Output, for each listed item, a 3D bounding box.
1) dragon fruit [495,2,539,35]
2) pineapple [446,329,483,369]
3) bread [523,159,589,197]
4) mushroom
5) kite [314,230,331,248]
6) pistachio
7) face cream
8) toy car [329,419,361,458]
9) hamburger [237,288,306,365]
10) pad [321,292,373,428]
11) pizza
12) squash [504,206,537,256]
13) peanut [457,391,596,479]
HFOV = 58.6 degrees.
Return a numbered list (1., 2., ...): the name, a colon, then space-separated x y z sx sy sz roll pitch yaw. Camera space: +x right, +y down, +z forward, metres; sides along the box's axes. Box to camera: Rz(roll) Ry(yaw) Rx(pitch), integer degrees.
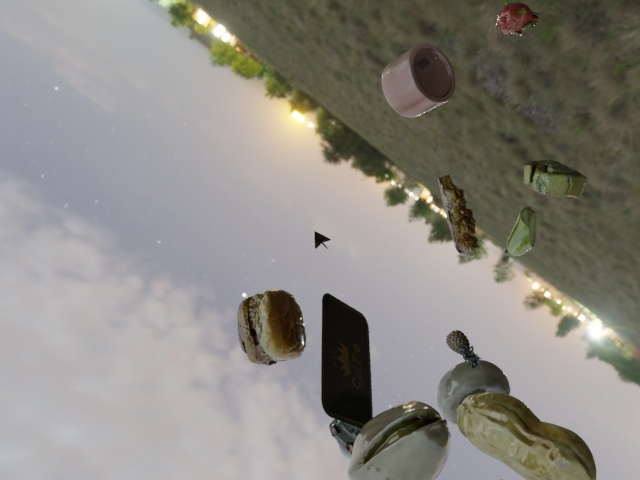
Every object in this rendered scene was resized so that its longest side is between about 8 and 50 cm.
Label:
1. dragon fruit: 0.517 -0.578 1.491 0.116 0.081 0.086 1 -163 -3
2. pineapple: 0.360 0.279 1.436 0.058 0.058 0.124 32 -164 -23
3. bread: 0.531 -0.141 1.295 0.156 0.064 0.117 -8 -149 -46
4. mushroom: 0.482 0.496 1.741 0.243 0.244 0.243 35 -170 -7
5. kite: 0.000 0.000 2.282 0.090 0.004 0.122 53 -142 0
6. pistachio: 0.191 0.500 1.369 0.226 0.332 0.208 8 -136 -35
7. face cream: 0.236 -0.382 1.370 0.149 0.149 0.104 32 154 -24
8. toy car: 0.093 0.594 1.702 0.139 0.112 0.112 26 -140 32
9. hamburger: -0.141 0.262 1.732 0.244 0.162 0.245 42 -144 -40
10. pad: 0.121 0.358 1.689 0.315 0.063 0.376 35 -136 -42
11. pizza: 0.463 -0.090 1.908 0.161 0.085 0.306 50 -153 -68
12. squash: 0.590 -0.004 1.666 0.075 0.200 0.090 6 -126 2
13. peanut: 0.418 0.411 1.176 0.147 0.147 0.305 27 180 -44
